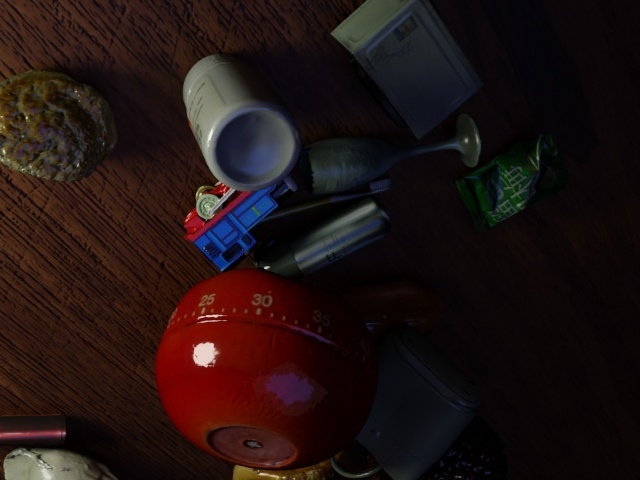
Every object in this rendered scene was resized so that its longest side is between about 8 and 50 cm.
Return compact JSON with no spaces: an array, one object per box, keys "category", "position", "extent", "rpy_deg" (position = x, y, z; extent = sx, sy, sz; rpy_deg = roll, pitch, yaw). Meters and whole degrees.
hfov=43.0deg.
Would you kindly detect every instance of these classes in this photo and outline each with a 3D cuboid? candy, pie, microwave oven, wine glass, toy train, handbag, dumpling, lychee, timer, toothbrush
[{"category":"candy","position":[0.365,-0.111,1.543],"extent":[0.203,0.078,0.141],"rpy_deg":[-29,114,11]},{"category":"pie","position":[-0.401,-0.173,1.219],"extent":[0.193,0.079,0.163],"rpy_deg":[17,103,-28]},{"category":"microwave oven","position":[0.139,-0.297,1.319],"extent":[0.163,0.129,0.205],"rpy_deg":[-39,124,6]},{"category":"wine glass","position":[0.146,-0.096,1.354],"extent":[0.309,0.264,0.096],"rpy_deg":[-12,133,-14]},{"category":"toy train","position":[-0.132,-0.058,1.370],"extent":[0.204,0.083,0.131],"rpy_deg":[-40,110,6]},{"category":"handbag","position":[0.133,0.327,1.519],"extent":[0.315,0.241,0.109],"rpy_deg":[-53,166,27]},{"category":"dumpling","position":[-0.480,0.474,1.522],"extent":[0.247,0.142,0.173],"rpy_deg":[28,108,0]},{"category":"lychee","position":[0.242,0.473,1.686],"extent":[0.305,0.306,0.330],"rpy_deg":[-10,161,-15]},{"category":"timer","position":[-0.091,0.227,1.383],"extent":[0.377,0.279,0.378],"rpy_deg":[8,142,7]},{"category":"toothbrush","position":[-0.004,-0.069,1.459],"extent":[0.288,0.021,0.024],"rpy_deg":[-16,111,-12]}]

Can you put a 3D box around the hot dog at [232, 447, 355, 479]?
[{"category":"hot dog","position":[-0.048,0.512,1.689],"extent":[0.256,0.153,0.150],"rpy_deg":[-6,120,-17]}]

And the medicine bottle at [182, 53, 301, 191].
[{"category":"medicine bottle","position":[-0.125,-0.185,1.210],"extent":[0.144,0.252,0.145],"rpy_deg":[-9,124,-14]}]

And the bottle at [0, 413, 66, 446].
[{"category":"bottle","position":[-0.545,0.342,1.465],"extent":[0.164,0.060,0.060],"rpy_deg":[4,116,-22]}]

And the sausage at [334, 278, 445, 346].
[{"category":"sausage","position":[0.118,0.145,1.562],"extent":[0.258,0.133,0.133],"rpy_deg":[-4,119,-19]}]

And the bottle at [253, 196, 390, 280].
[{"category":"bottle","position":[0.000,0.000,1.465],"extent":[0.253,0.079,0.096],"rpy_deg":[-27,114,-4]}]
